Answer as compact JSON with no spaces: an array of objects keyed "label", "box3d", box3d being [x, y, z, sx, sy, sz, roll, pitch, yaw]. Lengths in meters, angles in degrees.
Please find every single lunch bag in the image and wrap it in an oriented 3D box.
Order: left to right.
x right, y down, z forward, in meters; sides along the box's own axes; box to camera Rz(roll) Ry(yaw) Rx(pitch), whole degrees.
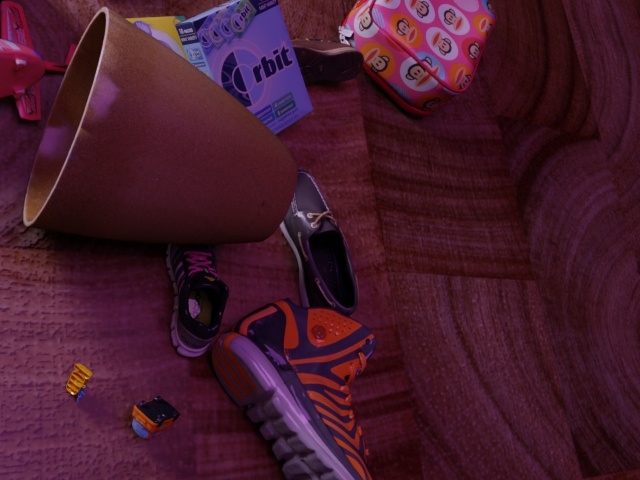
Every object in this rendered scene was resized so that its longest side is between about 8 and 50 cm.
[{"label":"lunch bag","box3d":[0.161,-0.383,1.215,0.258,0.120,0.293,39,53,-14]}]

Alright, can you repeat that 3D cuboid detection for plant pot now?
[{"label":"plant pot","box3d":[-0.163,-0.090,0.788,0.254,0.237,0.237,20,60,-30]}]

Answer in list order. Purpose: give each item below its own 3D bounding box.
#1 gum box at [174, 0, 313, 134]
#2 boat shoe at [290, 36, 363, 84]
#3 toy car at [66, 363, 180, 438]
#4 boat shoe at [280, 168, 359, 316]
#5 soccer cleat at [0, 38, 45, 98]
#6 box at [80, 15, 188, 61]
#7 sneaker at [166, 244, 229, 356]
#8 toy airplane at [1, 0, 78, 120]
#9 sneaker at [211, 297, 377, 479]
[{"label":"gum box","box3d":[-0.097,-0.231,0.965,0.157,0.041,0.184,-39,121,-38]},{"label":"boat shoe","box3d":[-0.021,-0.279,1.087,0.178,0.064,0.060,-7,41,-29]},{"label":"toy car","box3d":[-0.216,0.176,0.771,0.122,0.060,0.040,32,98,0]},{"label":"boat shoe","box3d":[0.000,0.000,0.966,0.081,0.068,0.228,-5,74,-37]},{"label":"soccer cleat","box3d":[-0.421,-0.191,0.739,0.248,0.083,0.095,-15,66,-30]},{"label":"box","box3d":[-0.209,-0.237,0.925,0.179,0.043,0.105,-28,88,-54]},{"label":"sneaker","box3d":[-0.142,0.048,0.841,0.063,0.075,0.170,10,64,-32]},{"label":"toy airplane","box3d":[-0.336,-0.212,0.848,0.151,0.028,0.151,11,70,-34]},{"label":"sneaker","box3d":[0.026,0.205,0.860,0.180,0.124,0.321,-33,91,-39]}]
